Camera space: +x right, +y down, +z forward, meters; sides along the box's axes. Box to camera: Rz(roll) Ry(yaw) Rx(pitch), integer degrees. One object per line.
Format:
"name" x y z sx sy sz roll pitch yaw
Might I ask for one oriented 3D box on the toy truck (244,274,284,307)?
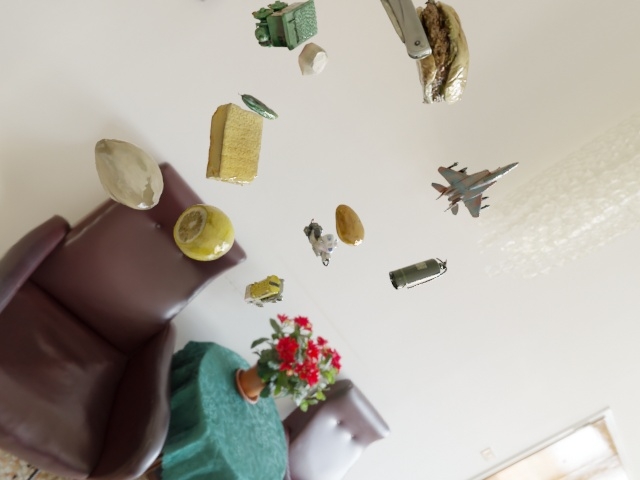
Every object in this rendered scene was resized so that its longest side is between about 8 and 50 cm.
"toy truck" -0.248 0.220 1.776 0.114 0.227 0.097 24 56 -35

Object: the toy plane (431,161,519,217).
"toy plane" 0.517 -0.191 1.329 0.223 0.104 0.326 52 -37 -4

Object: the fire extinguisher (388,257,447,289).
"fire extinguisher" 0.465 0.143 1.833 0.118 0.295 0.093 -119 -164 -52

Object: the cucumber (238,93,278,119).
"cucumber" -0.185 -0.407 1.234 0.168 0.039 0.039 18 36 -51

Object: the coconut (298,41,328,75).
"coconut" -0.034 -0.699 1.571 0.110 0.124 0.110 27 24 -13

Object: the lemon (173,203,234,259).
"lemon" -0.479 -0.025 1.718 0.219 0.240 0.240 38 20 -53

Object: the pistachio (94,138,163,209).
"pistachio" -0.753 -0.261 1.580 0.331 0.226 0.207 81 -8 -48

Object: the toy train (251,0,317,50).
"toy train" -0.147 -0.867 1.611 0.266 0.202 0.145 -54 147 -39

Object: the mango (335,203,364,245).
"mango" 0.138 -0.073 1.993 0.109 0.147 0.227 2 -56 61

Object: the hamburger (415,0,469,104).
"hamburger" 0.343 -0.535 1.163 0.283 0.145 0.259 6 74 -70

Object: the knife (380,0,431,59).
"knife" 0.218 -0.584 1.055 0.040 0.073 0.265 57 15 -71

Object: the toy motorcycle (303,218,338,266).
"toy motorcycle" 0.000 0.000 1.802 0.221 0.102 0.150 58 -36 38

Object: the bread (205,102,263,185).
"bread" -0.315 -0.349 1.485 0.114 0.274 0.185 11 4 39
